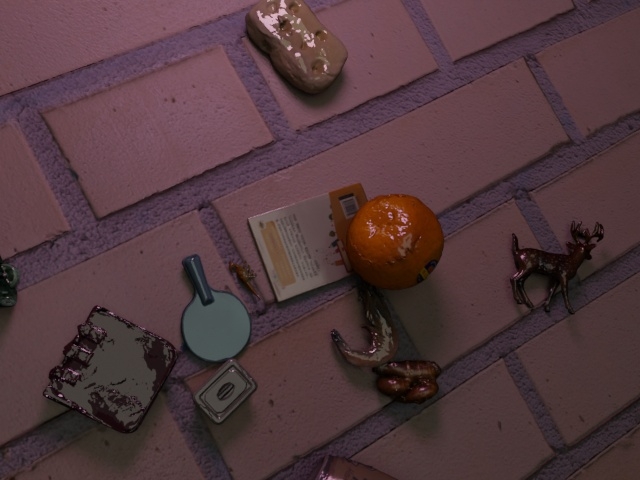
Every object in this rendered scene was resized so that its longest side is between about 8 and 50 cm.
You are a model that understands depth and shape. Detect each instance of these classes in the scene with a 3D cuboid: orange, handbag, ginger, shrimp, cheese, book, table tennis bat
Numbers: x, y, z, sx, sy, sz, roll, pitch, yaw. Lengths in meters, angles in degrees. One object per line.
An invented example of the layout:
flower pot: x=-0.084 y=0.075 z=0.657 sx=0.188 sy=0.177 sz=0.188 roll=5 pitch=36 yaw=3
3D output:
orange: x=0.165 y=0.004 z=1.414 sx=0.219 sy=0.193 sz=0.219 roll=-3 pitch=76 yaw=14
handbag: x=-0.425 y=0.263 z=1.296 sx=0.216 sy=0.074 sz=0.203 roll=27 pitch=73 yaw=-7
ginger: x=0.196 y=0.325 z=1.451 sx=0.162 sy=0.073 sz=0.103 roll=4 pitch=62 yaw=-1
shrimp: x=0.092 y=0.185 z=1.458 sx=0.152 sy=0.046 sz=0.219 roll=-11 pitch=73 yaw=-8
cheese: x=-0.054 y=-0.480 z=1.530 sx=0.159 sy=0.093 sz=0.263 roll=-42 pitch=92 yaw=-17
book: x=0.000 y=0.000 z=1.487 sx=0.295 sy=0.020 sz=0.208 roll=-19 pitch=85 yaw=-18
table tennis bat: x=-0.242 y=0.147 z=1.386 sx=0.153 sy=0.040 sz=0.244 roll=-22 pitch=89 yaw=-19

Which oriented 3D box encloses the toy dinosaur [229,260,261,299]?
toy dinosaur: x=-0.161 y=0.082 z=1.424 sx=0.041 sy=0.026 sz=0.113 roll=-43 pitch=83 yaw=-11

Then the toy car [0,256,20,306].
toy car: x=-0.707 y=0.007 z=1.242 sx=0.125 sy=0.136 sz=0.305 roll=-24 pitch=88 yaw=-5

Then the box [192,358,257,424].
box: x=-0.205 y=0.320 z=1.348 sx=0.122 sy=0.062 sz=0.089 roll=-43 pitch=92 yaw=-19

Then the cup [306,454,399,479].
cup: x=0.061 y=0.601 z=1.315 sx=0.257 sy=0.227 sz=0.301 roll=32 pitch=102 yaw=6

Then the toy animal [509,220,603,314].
toy animal: x=0.601 y=0.053 z=1.604 sx=0.243 sy=0.087 sz=0.260 roll=14 pitch=79 yaw=-14
